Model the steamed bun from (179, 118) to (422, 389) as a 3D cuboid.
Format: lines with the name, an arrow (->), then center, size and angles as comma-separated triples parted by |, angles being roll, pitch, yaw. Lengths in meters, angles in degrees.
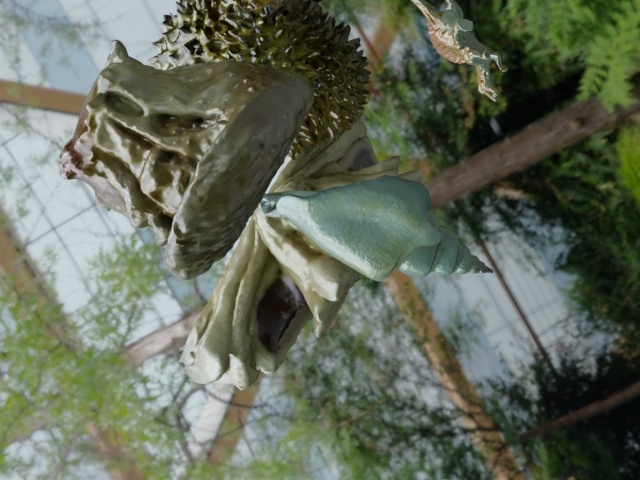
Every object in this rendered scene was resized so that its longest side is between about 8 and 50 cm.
steamed bun -> 0.000, 0.000, 1.150 | 0.189, 0.428, 0.247 | 25, 152, 14

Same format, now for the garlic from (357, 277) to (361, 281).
garlic -> -0.029, 0.084, 1.563 | 0.087, 0.196, 0.101 | 63, -177, 17

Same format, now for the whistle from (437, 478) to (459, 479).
whistle -> 0.142, 0.201, 0.615 | 0.312, 0.062, 0.062 | 21, -142, -44

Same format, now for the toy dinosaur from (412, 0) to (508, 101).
toy dinosaur -> 0.196, -0.309, 1.333 | 0.212, 0.057, 0.142 | 43, 165, 18

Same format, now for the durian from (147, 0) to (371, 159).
durian -> -0.069, -0.210, 1.058 | 0.293, 0.258, 0.258 | 6, 135, 57

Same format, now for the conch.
conch -> 0.045, -0.005, 0.632 | 0.088, 0.180, 0.065 | 157, 129, -74

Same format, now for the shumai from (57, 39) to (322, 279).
shumai -> -0.080, -0.057, 0.502 | 0.116, 0.145, 0.145 | 32, -166, -1
